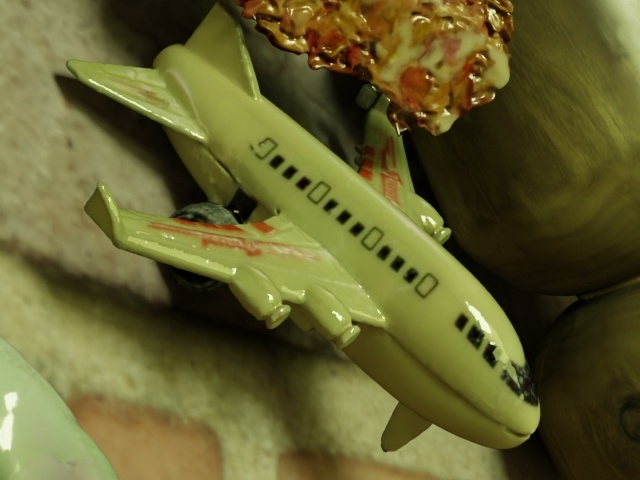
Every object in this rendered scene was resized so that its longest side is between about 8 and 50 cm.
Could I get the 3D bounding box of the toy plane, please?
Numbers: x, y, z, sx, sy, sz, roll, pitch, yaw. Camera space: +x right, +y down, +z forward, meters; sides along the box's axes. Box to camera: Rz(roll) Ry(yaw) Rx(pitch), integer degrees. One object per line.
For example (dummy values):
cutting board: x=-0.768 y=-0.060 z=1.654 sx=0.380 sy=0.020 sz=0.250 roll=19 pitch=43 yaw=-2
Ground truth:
toy plane: x=0.000 y=0.000 z=0.862 sx=0.244 sy=0.092 sz=0.229 roll=51 pitch=34 yaw=10

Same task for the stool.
stool: x=0.151 y=-0.025 z=1.000 sx=0.179 sy=0.179 sz=0.264 roll=-24 pitch=90 yaw=-53

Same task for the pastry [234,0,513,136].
pastry: x=0.010 y=-0.117 z=0.882 sx=0.169 sy=0.087 sz=0.063 roll=34 pitch=4 yaw=-25

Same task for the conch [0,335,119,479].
conch: x=-0.115 y=0.197 z=0.549 sx=0.249 sy=0.197 sz=0.368 roll=3 pitch=65 yaw=-12
